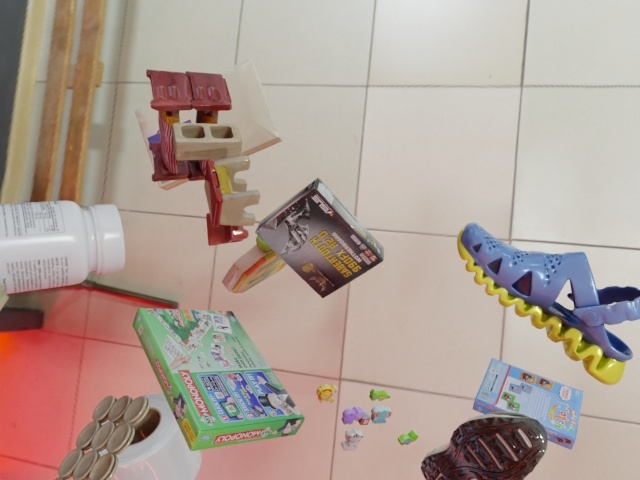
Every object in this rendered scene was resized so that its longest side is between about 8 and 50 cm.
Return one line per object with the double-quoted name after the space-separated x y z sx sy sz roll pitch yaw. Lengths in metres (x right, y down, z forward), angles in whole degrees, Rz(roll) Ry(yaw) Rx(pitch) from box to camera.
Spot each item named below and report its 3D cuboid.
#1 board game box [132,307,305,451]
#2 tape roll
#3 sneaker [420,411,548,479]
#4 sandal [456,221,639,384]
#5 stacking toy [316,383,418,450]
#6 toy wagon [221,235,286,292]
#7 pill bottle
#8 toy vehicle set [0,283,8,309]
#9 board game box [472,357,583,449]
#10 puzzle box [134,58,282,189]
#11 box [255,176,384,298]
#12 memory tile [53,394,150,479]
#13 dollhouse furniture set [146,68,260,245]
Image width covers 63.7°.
-0.196 0.237 0.953 0.317 0.213 0.046 44 116 43 "board game box"
-0.452 0.546 1.349 0.246 0.246 0.169 -6 116 14 "tape roll"
0.253 0.319 0.791 0.108 0.272 0.100 -20 65 -31 "sneaker"
0.352 0.065 0.777 0.317 0.126 0.138 36 113 5 "sandal"
0.115 0.421 1.252 0.167 0.221 0.052 53 129 54 "stacking toy"
-0.128 0.033 1.497 0.068 0.344 0.267 52 138 10 "toy wagon"
-0.520 0.010 0.945 0.283 0.160 0.161 -7 81 -31 "pill bottle"
-0.637 0.148 0.772 0.266 0.166 0.035 -11 122 0 "toy vehicle set"
0.473 0.363 1.170 0.211 0.160 0.039 17 122 25 "board game box"
-0.351 -0.356 1.594 0.408 0.052 0.272 -21 82 7 "puzzle box"
0.000 0.000 1.142 0.183 0.056 0.231 -34 111 26 "box"
-0.270 0.255 0.620 0.113 0.012 0.148 -14 38 37 "memory tile"
-0.237 -0.138 0.978 0.152 0.201 0.374 -4 50 -20 "dollhouse furniture set"
